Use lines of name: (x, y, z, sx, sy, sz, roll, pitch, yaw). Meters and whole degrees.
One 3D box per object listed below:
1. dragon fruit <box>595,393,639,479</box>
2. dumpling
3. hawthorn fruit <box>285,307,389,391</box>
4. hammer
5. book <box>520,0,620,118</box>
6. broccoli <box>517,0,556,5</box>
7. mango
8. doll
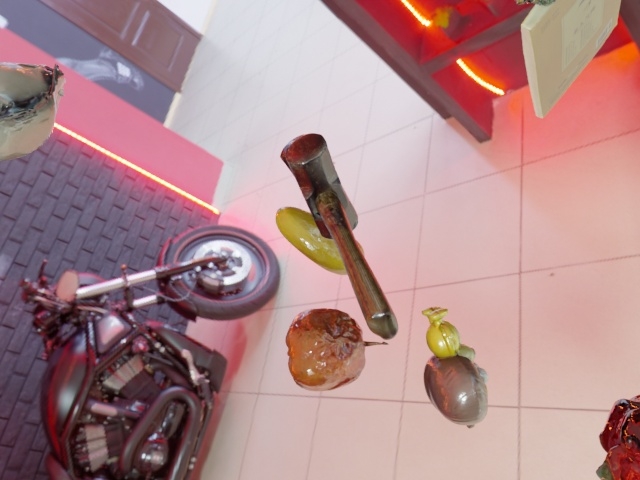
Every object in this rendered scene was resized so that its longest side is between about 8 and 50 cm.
dragon fruit: (0.377, 0.229, 0.499, 0.188, 0.183, 0.182, 98, 172, -52)
dumpling: (-0.576, -0.218, 0.924, 0.293, 0.164, 0.204, -54, -26, -53)
hawthorn fruit: (0.041, 0.255, 1.193, 0.244, 0.207, 0.207, -7, 51, 4)
hammer: (0.042, 0.003, 0.928, 0.096, 0.242, 0.408, -24, 49, 4)
book: (0.498, -0.419, 0.965, 0.032, 0.389, 0.269, 41, 98, 27)
broccoli: (0.321, -0.459, 0.744, 0.123, 0.204, 0.118, -30, 9, -4)
mango: (0.003, 0.005, 1.629, 0.142, 0.332, 0.195, -56, 20, 18)
doll: (0.209, 0.199, 0.770, 0.096, 0.188, 0.145, -14, 23, -10)
